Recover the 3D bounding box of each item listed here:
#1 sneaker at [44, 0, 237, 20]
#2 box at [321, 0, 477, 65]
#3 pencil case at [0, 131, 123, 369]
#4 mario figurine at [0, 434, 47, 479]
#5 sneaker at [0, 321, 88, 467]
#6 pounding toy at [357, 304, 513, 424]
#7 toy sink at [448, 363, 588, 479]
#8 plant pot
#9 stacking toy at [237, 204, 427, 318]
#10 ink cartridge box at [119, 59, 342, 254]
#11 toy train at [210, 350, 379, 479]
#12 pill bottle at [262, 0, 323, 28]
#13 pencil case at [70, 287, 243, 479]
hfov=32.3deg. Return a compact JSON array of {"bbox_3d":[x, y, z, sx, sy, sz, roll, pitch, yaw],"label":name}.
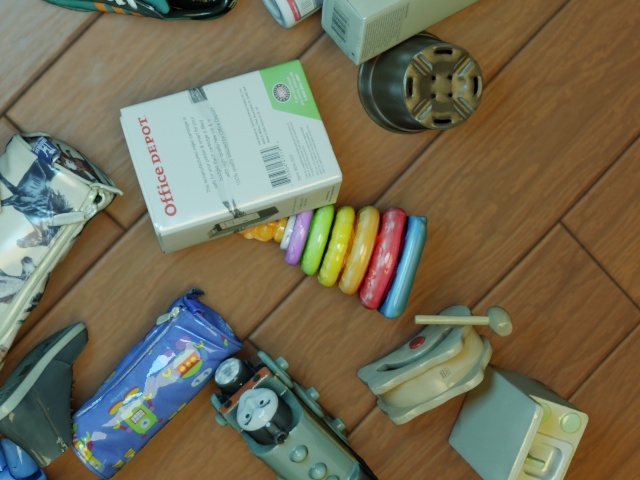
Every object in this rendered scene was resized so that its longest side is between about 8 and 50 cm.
[{"bbox_3d":[-0.264,-0.367,1.549,0.302,0.121,0.108,3,100,-14],"label":"sneaker"},{"bbox_3d":[0.139,-0.373,1.613,0.275,0.113,0.094,-31,68,-21],"label":"box"},{"bbox_3d":[-0.449,0.048,1.550,0.160,0.183,0.410,30,92,-44],"label":"pencil case"},{"bbox_3d":[-0.444,0.406,1.620,0.170,0.198,0.320,-27,102,-26],"label":"mario figurine"},{"bbox_3d":[-0.387,0.222,1.607,0.083,0.222,0.118,-21,113,37],"label":"sneaker"},{"bbox_3d":[0.174,0.158,1.755,0.270,0.154,0.154,-30,107,13],"label":"pounding toy"},{"bbox_3d":[0.325,0.312,1.766,0.131,0.234,0.152,20,94,-16],"label":"toy sink"},{"bbox_3d":[0.158,-0.234,1.657,0.167,0.165,0.166,-3,102,-14],"label":"plant pot"},{"bbox_3d":[0.000,0.000,1.687,0.302,0.175,0.165,17,90,-2],"label":"stacking toy"},{"bbox_3d":[-0.131,-0.120,1.597,0.273,0.115,0.198,-17,76,-9],"label":"ink cartridge box"},{"bbox_3d":[-0.033,0.305,1.673,0.142,0.190,0.334,-42,126,-4],"label":"toy train"},{"bbox_3d":[-0.003,-0.400,1.615,0.180,0.108,0.108,-34,106,-6],"label":"pill bottle"},{"bbox_3d":[-0.258,0.215,1.662,0.306,0.119,0.133,-45,126,-2],"label":"pencil case"}]
